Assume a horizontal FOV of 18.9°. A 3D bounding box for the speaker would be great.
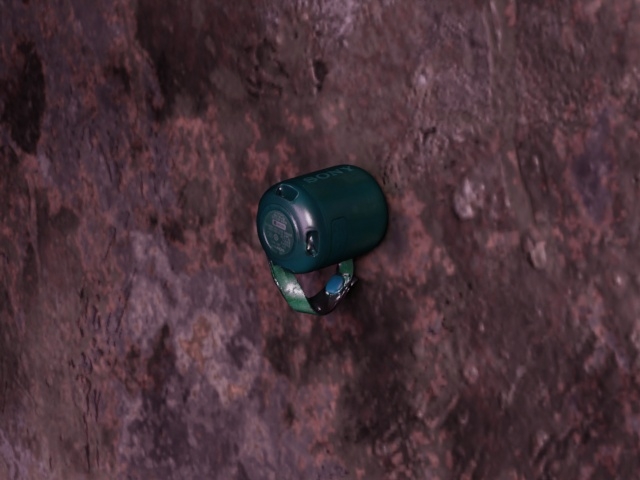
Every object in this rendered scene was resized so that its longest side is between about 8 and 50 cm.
[{"bbox_3d":[-0.004,-0.001,1.224,0.060,0.075,0.094,47,134,29],"label":"speaker"}]
